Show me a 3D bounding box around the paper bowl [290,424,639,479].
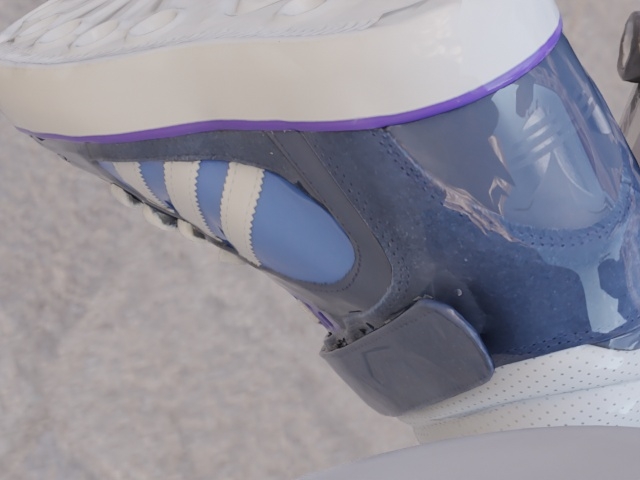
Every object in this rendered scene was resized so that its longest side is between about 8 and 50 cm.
[{"bbox_3d":[0.037,0.144,0.421,0.284,0.284,0.148,-22,100,-49],"label":"paper bowl"}]

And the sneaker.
[{"bbox_3d":[0.001,0.000,0.663,0.130,0.323,0.236,-41,120,-31],"label":"sneaker"}]

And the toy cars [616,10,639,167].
[{"bbox_3d":[0.263,-0.071,0.719,0.176,0.394,0.087,37,46,-32],"label":"toy cars"}]
